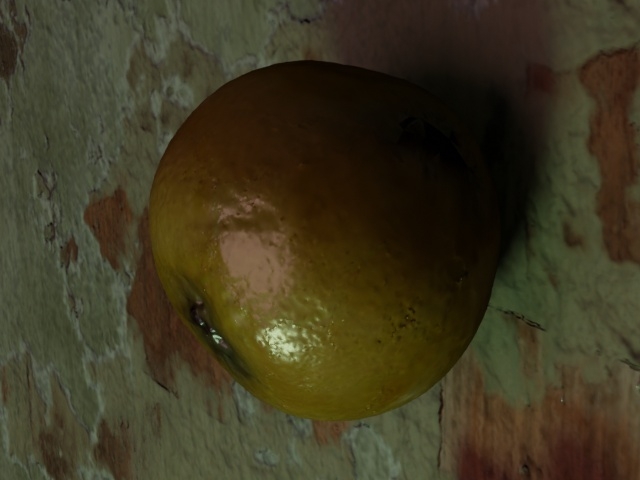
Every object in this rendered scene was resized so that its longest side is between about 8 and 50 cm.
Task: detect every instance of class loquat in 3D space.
[{"bbox_3d":[0.000,0.000,1.287,0.263,0.263,0.263,22,117,52],"label":"loquat"}]
